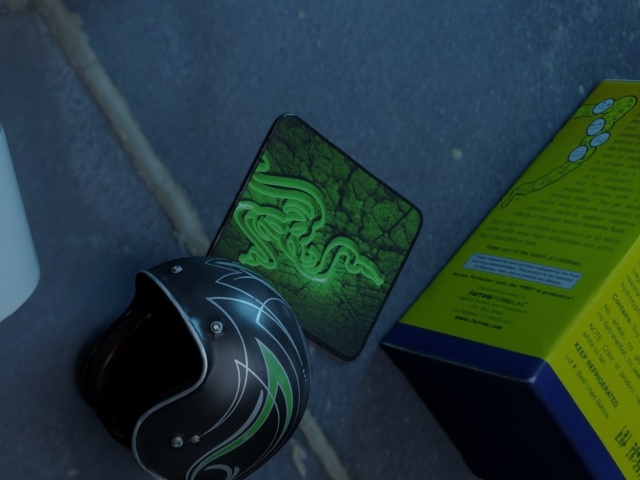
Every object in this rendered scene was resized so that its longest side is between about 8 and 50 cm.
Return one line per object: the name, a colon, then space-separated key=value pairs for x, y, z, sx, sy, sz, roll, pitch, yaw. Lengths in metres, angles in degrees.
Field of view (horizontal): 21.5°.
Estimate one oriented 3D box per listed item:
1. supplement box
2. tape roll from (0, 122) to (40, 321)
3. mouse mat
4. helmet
supplement box: x=0.263 y=0.044 z=1.512 sx=0.356 sy=0.195 sz=0.194 roll=-48 pitch=122 yaw=-21
tape roll: x=-0.315 y=0.010 z=1.006 sx=0.286 sy=0.286 sz=0.100 roll=-23 pitch=110 yaw=-33
mouse mat: x=0.000 y=0.000 z=1.423 sx=0.190 sy=0.007 sz=0.152 roll=34 pitch=76 yaw=-35
helmet: x=-0.087 y=0.096 z=1.273 sx=0.169 sy=0.169 sz=0.161 roll=36 pitch=91 yaw=-35
